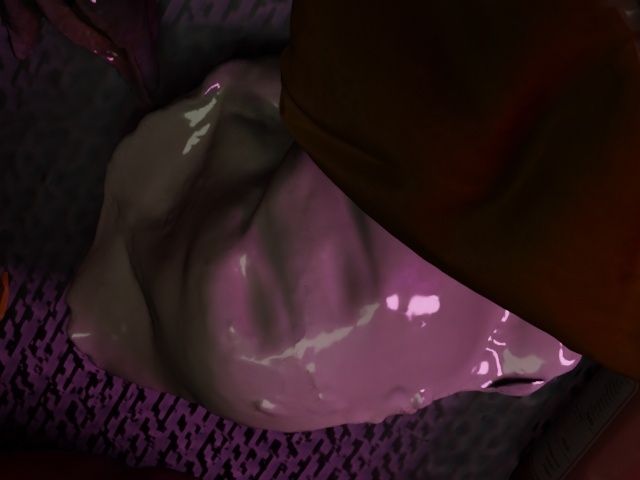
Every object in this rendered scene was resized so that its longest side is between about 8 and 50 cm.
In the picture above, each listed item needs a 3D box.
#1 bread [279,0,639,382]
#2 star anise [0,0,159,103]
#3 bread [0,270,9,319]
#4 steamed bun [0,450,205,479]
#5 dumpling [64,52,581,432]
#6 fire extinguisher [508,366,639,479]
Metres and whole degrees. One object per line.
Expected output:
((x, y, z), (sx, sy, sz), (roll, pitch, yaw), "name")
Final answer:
((0.131, -0.099, 0.487), (0.250, 0.225, 0.279), (20, 133, 5), "bread")
((-0.094, -0.118, 0.610), (0.195, 0.065, 0.182), (-29, 121, 26), "star anise")
((-0.279, -0.023, 0.579), (0.358, 0.204, 0.337), (-10, 137, 27), "bread")
((-0.092, 0.193, 0.684), (0.309, 0.309, 0.309), (4, 125, 5), "steamed bun")
((0.000, 0.000, 0.658), (0.188, 0.108, 0.127), (-3, 104, 13), "dumpling")
((0.116, 0.072, 0.723), (0.062, 0.050, 0.177), (-1, 138, -41), "fire extinguisher")
